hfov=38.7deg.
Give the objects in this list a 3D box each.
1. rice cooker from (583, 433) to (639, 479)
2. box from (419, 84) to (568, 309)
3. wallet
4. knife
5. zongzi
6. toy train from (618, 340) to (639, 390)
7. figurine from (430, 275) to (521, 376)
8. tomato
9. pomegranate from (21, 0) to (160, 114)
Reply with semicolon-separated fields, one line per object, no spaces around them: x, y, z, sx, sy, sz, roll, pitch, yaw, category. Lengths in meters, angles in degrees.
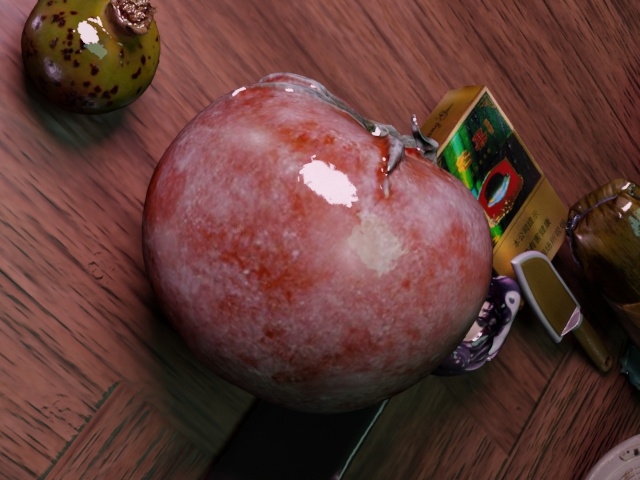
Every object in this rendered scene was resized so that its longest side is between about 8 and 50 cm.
0.501;0.411;1.207;0.277;0.288;0.288;37;69;-32;rice cooker
0.200;-0.048;1.113;0.240;0.071;0.159;49;66;-27;box
-0.037;0.226;0.913;0.244;0.124;0.025;-55;149;-22;wallet
0.316;0.102;1.172;0.061;0.027;0.343;-58;135;-13;knife
0.433;0.095;1.139;0.286;0.138;0.300;32;38;-49;zongzi
0.541;0.168;1.281;0.112;0.203;0.163;32;80;-35;toy train
0.128;0.102;1.033;0.222;0.145;0.145;-8;95;-26;figurine
0.000;0.000;0.821;0.317;0.316;0.282;23;105;-33;tomato
-0.199;-0.174;0.793;0.130;0.130;0.130;0;90;-36;pomegranate
